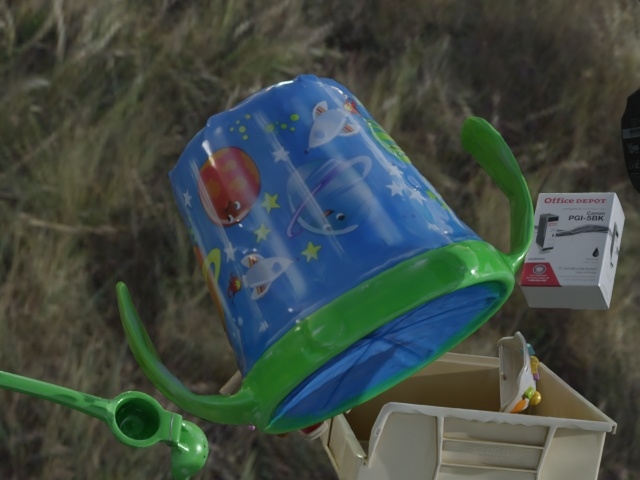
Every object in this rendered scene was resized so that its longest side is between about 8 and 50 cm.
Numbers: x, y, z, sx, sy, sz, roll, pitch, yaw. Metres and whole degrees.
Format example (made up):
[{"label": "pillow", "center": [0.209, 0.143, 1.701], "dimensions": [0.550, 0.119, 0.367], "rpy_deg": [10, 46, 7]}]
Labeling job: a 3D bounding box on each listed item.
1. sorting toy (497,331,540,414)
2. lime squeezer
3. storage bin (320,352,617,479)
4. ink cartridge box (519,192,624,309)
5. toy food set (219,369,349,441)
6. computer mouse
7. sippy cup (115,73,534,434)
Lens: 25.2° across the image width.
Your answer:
[{"label": "sorting toy", "center": [0.208, 0.133, 1.491], "dimensions": [0.045, 0.075, 0.083], "rpy_deg": [-1, 61, 6]}, {"label": "lime squeezer", "center": [-0.176, 0.183, 1.360], "dimensions": [0.110, 0.310, 0.059], "rpy_deg": [0, 59, 36]}, {"label": "storage bin", "center": [0.145, 0.208, 1.556], "dimensions": [0.260, 0.123, 0.262], "rpy_deg": [7, 8, -9]}, {"label": "ink cartridge box", "center": [0.300, 0.011, 1.700], "dimensions": [0.099, 0.056, 0.135], "rpy_deg": [0, 56, 26]}, {"label": "toy food set", "center": [-0.031, 0.148, 1.295], "dimensions": [0.122, 0.019, 0.078], "rpy_deg": [27, 65, 39]}, {"label": "computer mouse", "center": [0.290, -0.149, 1.215], "dimensions": [0.041, 0.071, 0.242], "rpy_deg": [-4, 93, -23]}, {"label": "sippy cup", "center": [0.000, 0.000, 1.136], "dimensions": [0.305, 0.240, 0.224], "rpy_deg": [-10, 64, -48]}]
